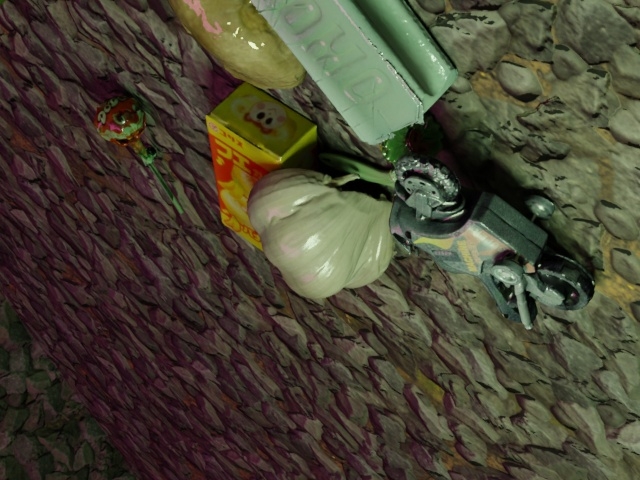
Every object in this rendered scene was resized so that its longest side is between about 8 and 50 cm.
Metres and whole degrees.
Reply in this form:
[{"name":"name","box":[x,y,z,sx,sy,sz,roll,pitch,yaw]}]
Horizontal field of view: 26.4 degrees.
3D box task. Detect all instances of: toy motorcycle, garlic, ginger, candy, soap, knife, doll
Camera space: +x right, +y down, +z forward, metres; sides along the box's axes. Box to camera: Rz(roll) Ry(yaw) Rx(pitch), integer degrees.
[{"name":"toy motorcycle","box":[0.193,-0.001,1.666,0.307,0.108,0.173,38,153,-17]},{"name":"garlic","box":[0.000,0.000,1.885,0.229,0.143,0.178,34,143,-23]},{"name":"ginger","box":[-0.100,-0.283,1.686,0.152,0.138,0.267,22,152,50]},{"name":"candy","box":[-0.078,-0.092,2.005,0.146,0.088,0.276,34,154,24]},{"name":"soap","box":[0.033,-0.243,1.588,0.261,0.094,0.150,51,154,-12]},{"name":"knife","box":[0.100,-0.083,1.824,0.293,0.020,0.043,21,150,40]},{"name":"doll","box":[0.094,-0.118,1.709,0.078,0.076,0.113,54,154,-17]},{"name":"candy","box":[-0.291,-0.137,2.306,0.084,0.078,0.287,10,148,33]}]

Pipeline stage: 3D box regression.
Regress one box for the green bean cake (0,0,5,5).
[{"name":"green bean cake","box":[-0.432,-0.439,1.869,0.113,0.214,0.200,36,154,6]}]
